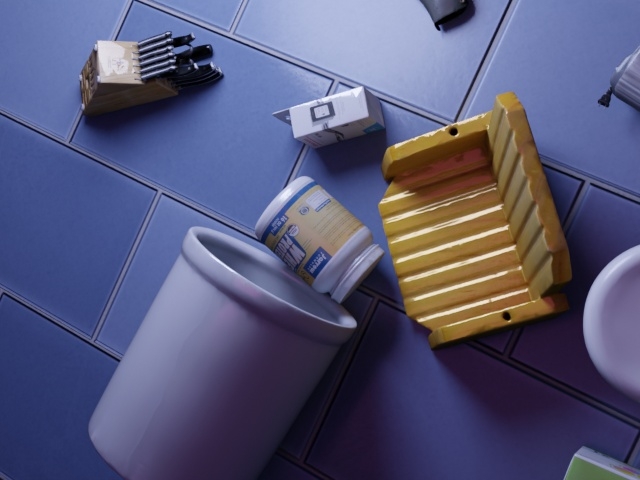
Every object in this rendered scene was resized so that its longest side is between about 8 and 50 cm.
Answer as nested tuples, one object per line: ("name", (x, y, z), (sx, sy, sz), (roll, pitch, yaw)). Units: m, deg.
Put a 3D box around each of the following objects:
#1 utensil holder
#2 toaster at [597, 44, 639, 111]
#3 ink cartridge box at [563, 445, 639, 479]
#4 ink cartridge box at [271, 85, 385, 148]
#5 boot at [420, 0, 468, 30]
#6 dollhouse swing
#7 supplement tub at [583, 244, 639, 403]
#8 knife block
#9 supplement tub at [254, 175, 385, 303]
("utensil holder", (-0.172, 0.222, 1.659), (0.327, 0.327, 0.386), (33, 98, 21))
("toaster", (0.567, -0.270, 1.542), (0.146, 0.129, 0.227), (40, 98, 18))
("ink cartridge box", (0.448, 0.394, 1.431), (0.188, 0.255, 0.097), (21, 91, 21))
("ink cartridge box", (0.015, -0.216, 1.755), (0.180, 0.104, 0.060), (-14, 79, 19))
("boot", (0.254, -0.479, 1.723), (0.197, 0.077, 0.137), (-33, 77, 27))
("dollhouse swing", (0.225, -0.026, 1.545), (0.315, 0.305, 0.347), (-18, 78, 17))
("supplement tub", (0.510, 0.127, 1.409), (0.228, 0.316, 0.229), (-3, 82, 20))
("knife block", (-0.336, -0.326, 1.925), (0.275, 0.242, 0.088), (152, 114, -62))
("supplement tub", (0.000, 0.000, 1.701), (0.199, 0.144, 0.144), (42, 98, 8))
